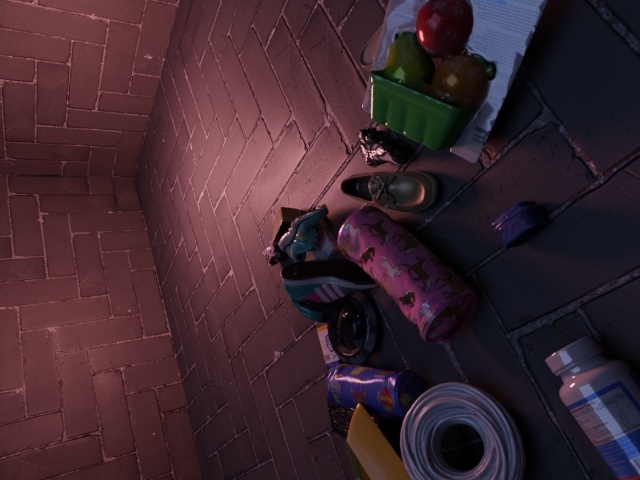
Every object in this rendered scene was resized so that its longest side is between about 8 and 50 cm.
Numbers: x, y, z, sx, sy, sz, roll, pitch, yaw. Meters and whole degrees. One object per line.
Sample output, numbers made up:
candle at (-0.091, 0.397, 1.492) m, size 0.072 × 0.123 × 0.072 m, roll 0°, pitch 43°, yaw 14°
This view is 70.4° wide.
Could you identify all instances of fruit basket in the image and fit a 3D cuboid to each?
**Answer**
fruit basket at (0.257, -0.385, 0.946) m, size 0.327 × 0.165 × 0.352 m, roll 34°, pitch 122°, yaw 30°

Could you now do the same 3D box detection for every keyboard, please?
keyboard at (0.118, 0.535, 1.390) m, size 0.317 × 0.033 × 0.201 m, roll -4°, pitch 90°, yaw 55°

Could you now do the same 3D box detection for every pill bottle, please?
pill bottle at (0.484, 0.276, 0.752) m, size 0.124 × 0.124 × 0.221 m, roll -57°, pitch 48°, yaw 41°

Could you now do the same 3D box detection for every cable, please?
cable at (0.303, 0.445, 0.977) m, size 0.257 × 0.089 × 0.257 m, roll 21°, pitch 78°, yaw 38°

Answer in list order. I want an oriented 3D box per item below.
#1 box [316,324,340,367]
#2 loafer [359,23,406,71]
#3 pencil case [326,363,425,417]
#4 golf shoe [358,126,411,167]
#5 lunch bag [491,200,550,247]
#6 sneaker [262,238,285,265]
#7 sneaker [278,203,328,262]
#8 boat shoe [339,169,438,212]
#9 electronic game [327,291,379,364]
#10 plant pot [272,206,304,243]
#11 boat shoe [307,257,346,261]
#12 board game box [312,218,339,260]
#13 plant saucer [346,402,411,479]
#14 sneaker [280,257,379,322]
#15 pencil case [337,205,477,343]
box at (0.035, 0.346, 1.492) m, size 0.081 × 0.028 × 0.136 m, roll -36°, pitch 67°, yaw 51°
loafer at (0.192, -0.511, 1.093) m, size 0.319 × 0.112 × 0.112 m, roll -21°, pitch 76°, yaw 54°
pencil case at (0.149, 0.403, 1.236) m, size 0.306 × 0.133 × 0.119 m, roll -16°, pitch 99°, yaw 52°
golf shoe at (0.169, -0.229, 1.204) m, size 0.198 × 0.077 × 0.093 m, roll -129°, pitch 36°, yaw -49°
lunch bag at (0.393, -0.037, 0.896) m, size 0.098 × 0.067 × 0.065 m, roll -51°, pitch 53°, yaw 43°
sneaker at (-0.154, 0.040, 1.708) m, size 0.077 × 0.072 × 0.178 m, roll 62°, pitch 149°, yaw 12°
sneaker at (-0.037, -0.021, 1.468) m, size 0.110 × 0.107 × 0.275 m, roll 52°, pitch 141°, yaw 12°
boat shoe at (0.169, -0.131, 1.181) m, size 0.302 × 0.098 × 0.109 m, roll 17°, pitch 107°, yaw 53°
electronic game at (0.095, 0.259, 1.374) m, size 0.229 × 0.048 × 0.229 m, roll -10°, pitch 77°, yaw 53°
plant pot at (-0.109, -0.058, 1.594) m, size 0.109 × 0.109 × 0.096 m, roll -62°, pitch 33°, yaw 38°
boat shoe at (0.019, 0.097, 1.415) m, size 0.229 × 0.076 × 0.080 m, roll 6°, pitch 109°, yaw 44°
board game box at (0.000, 0.000, 1.502) m, size 0.154 × 0.026 × 0.103 m, roll 61°, pitch 139°, yaw 31°
plant saucer at (0.170, 0.635, 1.154) m, size 0.333 × 0.081 × 0.332 m, roll 47°, pitch 157°, yaw 44°
sneaker at (0.041, 0.157, 1.323) m, size 0.123 × 0.296 × 0.178 m, roll -74°, pitch -21°, yaw -52°
pencil case at (0.201, 0.075, 1.110) m, size 0.160 × 0.167 × 0.386 m, roll -40°, pitch 48°, yaw -3°
